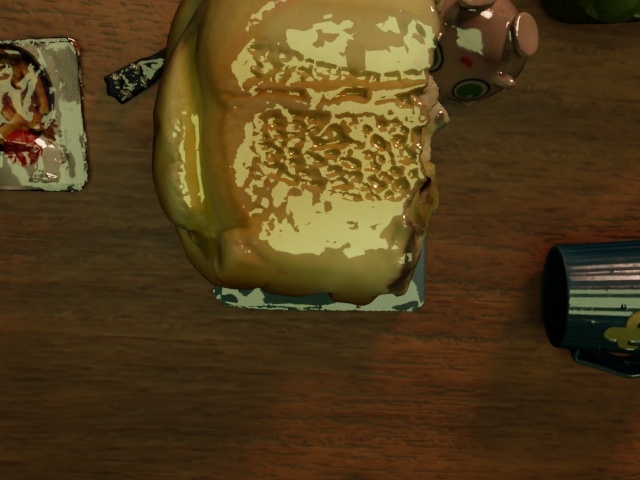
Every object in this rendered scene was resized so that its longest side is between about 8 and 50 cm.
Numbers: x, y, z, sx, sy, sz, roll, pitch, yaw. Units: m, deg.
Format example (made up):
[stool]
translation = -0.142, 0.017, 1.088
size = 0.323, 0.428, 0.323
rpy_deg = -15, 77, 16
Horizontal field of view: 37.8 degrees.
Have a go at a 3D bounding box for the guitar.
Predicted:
[guitar]
translation = -0.097, -0.213, 0.928
size = 0.271, 0.038, 0.084
rpy_deg = -30, 101, 1

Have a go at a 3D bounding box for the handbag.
[handbag]
translation = 0.000, 0.000, 0.976
size = 0.221, 0.057, 0.144
rpy_deg = 2, 94, -5

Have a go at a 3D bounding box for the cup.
[cup]
translation = 0.320, 0.076, 0.993
size = 0.155, 0.131, 0.176
rpy_deg = 2, 126, -1

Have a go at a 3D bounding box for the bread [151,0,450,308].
[bread]
translation = -0.020, -0.102, 0.852
size = 0.270, 0.211, 0.315
rpy_deg = 4, 94, 4

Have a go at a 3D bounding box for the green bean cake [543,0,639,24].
[green bean cake]
translation = 0.333, -0.339, 0.886
size = 0.247, 0.156, 0.250
rpy_deg = -8, 102, -5

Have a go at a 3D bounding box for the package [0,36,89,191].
[package]
translation = -0.355, -0.120, 0.926
size = 0.239, 0.030, 0.154
rpy_deg = -3, 103, -6

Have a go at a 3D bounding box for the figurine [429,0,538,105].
[figurine]
translation = 0.140, -0.191, 0.914
size = 0.125, 0.138, 0.125
rpy_deg = 9, 70, -27
